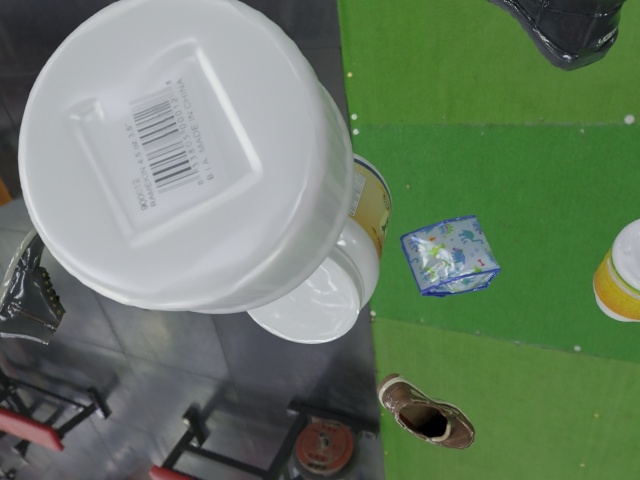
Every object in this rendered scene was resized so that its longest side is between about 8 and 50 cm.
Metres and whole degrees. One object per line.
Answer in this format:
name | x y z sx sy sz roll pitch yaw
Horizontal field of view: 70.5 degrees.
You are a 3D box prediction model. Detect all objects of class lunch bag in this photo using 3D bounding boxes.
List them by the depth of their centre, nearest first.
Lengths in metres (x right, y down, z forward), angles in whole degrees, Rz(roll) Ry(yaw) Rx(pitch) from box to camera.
lunch bag | 0.240 0.035 0.865 0.151 0.129 0.096 -10 149 -10

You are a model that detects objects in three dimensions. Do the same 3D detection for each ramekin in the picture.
ramekin | -0.109 -0.069 0.399 0.276 0.135 0.278 0 87 6

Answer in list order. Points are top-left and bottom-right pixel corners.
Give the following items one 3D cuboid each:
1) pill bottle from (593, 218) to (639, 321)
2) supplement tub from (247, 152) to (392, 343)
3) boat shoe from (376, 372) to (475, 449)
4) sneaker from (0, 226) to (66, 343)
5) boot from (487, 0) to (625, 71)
pill bottle | 0.575 0.067 0.811 0.136 0.137 0.246 9 160 23
supplement tub | 0.000 0.000 0.799 0.228 0.316 0.229 8 125 11
boat shoe | 0.219 0.361 0.885 0.257 0.095 0.095 33 96 -22
sneaker | -0.536 0.081 0.871 0.118 0.222 0.083 23 169 -27
boot | 0.308 -0.477 0.582 0.146 0.445 0.367 -37 72 8
